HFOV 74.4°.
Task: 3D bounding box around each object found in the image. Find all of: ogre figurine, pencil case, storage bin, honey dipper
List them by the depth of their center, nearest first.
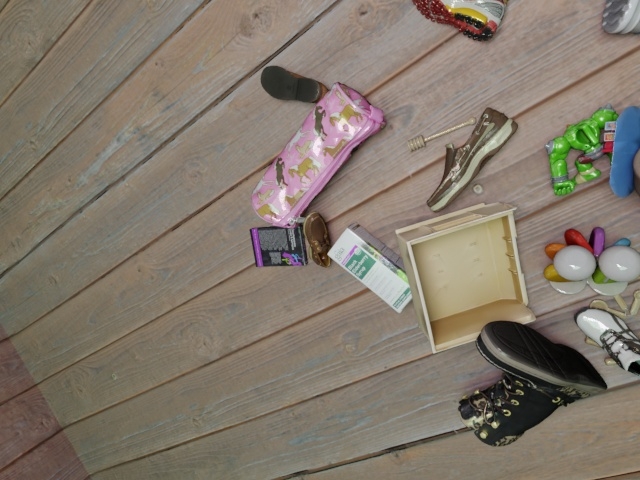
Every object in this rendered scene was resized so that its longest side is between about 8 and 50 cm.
[{"bbox_3d":[0.555,-0.193,0.864,0.197,0.097,0.118,-30,103,36],"label":"ogre figurine"},{"bbox_3d":[0.328,0.074,0.945,0.260,0.123,0.263,-17,104,-1],"label":"storage bin"},{"bbox_3d":[0.283,-0.253,0.989,0.160,0.030,0.031,-20,95,22],"label":"honey dipper"},{"bbox_3d":[-0.012,-0.201,1.044,0.167,0.160,0.386,42,113,2],"label":"pencil case"}]

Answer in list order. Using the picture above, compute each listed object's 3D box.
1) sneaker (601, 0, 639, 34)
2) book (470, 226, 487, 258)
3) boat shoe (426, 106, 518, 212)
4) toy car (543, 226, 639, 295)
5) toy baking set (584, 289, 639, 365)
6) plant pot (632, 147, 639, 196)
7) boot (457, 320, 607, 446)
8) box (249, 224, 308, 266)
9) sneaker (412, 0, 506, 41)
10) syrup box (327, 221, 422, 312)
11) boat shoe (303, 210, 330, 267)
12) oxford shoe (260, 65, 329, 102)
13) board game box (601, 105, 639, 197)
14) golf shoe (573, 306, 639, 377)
[{"bbox_3d":[0.624,-0.521,0.771,0.115,0.105,0.282,10,109,-6],"label":"sneaker"},{"bbox_3d":[0.321,0.024,1.041,0.144,0.035,0.096,-25,97,24],"label":"book"},{"bbox_3d":[0.319,-0.185,0.959,0.095,0.095,0.257,41,102,4],"label":"boat shoe"},{"bbox_3d":[0.577,0.037,0.900,0.181,0.159,0.137,0,66,21],"label":"toy car"},{"bbox_3d":[0.724,0.183,0.925,0.256,0.030,0.197,-10,99,23],"label":"toy baking set"},{"bbox_3d":[0.721,-0.060,0.756,0.262,0.263,0.229,-10,124,23],"label":"plant pot"},{"bbox_3d":[0.425,0.336,0.955,0.377,0.138,0.284,20,122,-29],"label":"boot"},{"bbox_3d":[-0.120,0.016,1.210,0.161,0.029,0.116,-2,103,23],"label":"box"},{"bbox_3d":[0.288,-0.517,0.902,0.225,0.088,0.093,34,92,10],"label":"sneaker"},{"bbox_3d":[0.143,0.065,1.084,0.236,0.096,0.093,39,111,7],"label":"syrup box"},{"bbox_3d":[0.000,0.000,1.101,0.060,0.064,0.178,43,154,39],"label":"boat shoe"},{"bbox_3d":[-0.067,-0.389,1.072,0.212,0.076,0.076,30,115,29],"label":"oxford shoe"},{"bbox_3d":[0.573,-0.168,0.806,0.033,0.133,0.169,15,109,55],"label":"board game box"},{"bbox_3d":[0.646,0.222,0.906,0.198,0.093,0.077,39,115,19],"label":"golf shoe"}]
